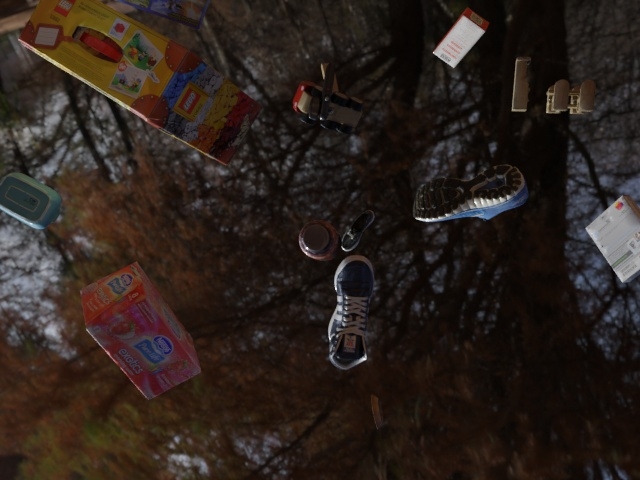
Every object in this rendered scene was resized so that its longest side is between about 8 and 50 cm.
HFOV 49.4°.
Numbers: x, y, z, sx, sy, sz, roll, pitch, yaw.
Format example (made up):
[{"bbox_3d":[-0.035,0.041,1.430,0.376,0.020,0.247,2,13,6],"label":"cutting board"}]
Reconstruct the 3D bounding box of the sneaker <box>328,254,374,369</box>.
[{"bbox_3d":[0.076,0.183,1.678,0.099,0.282,0.153,6,-147,-5],"label":"sneaker"}]

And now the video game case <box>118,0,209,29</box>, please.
[{"bbox_3d":[-0.362,-0.637,1.565,0.270,0.244,0.061,14,-146,-24],"label":"video game case"}]

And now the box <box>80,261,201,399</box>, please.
[{"bbox_3d":[-0.421,0.218,1.653,0.154,0.299,0.142,-27,-138,-5],"label":"box"}]

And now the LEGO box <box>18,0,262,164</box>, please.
[{"bbox_3d":[-0.460,-0.431,1.816,0.500,0.372,0.193,32,-87,25],"label":"LEGO box"}]

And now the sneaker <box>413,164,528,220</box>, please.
[{"bbox_3d":[0.407,-0.099,1.896,0.330,0.147,0.129,-9,-120,33],"label":"sneaker"}]

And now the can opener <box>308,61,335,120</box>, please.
[{"bbox_3d":[0.017,-0.459,2.148,0.073,0.185,0.059,14,-179,-19],"label":"can opener"}]

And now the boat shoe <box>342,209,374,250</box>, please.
[{"bbox_3d":[0.102,-0.030,2.009,0.142,0.049,0.040,-55,159,15],"label":"boat shoe"}]

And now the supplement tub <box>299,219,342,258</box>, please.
[{"bbox_3d":[0.000,0.000,1.874,0.106,0.105,0.198,-18,174,5],"label":"supplement tub"}]

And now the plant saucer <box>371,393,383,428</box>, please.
[{"bbox_3d":[0.136,0.405,1.654,0.015,0.083,0.083,-12,-155,8],"label":"plant saucer"}]

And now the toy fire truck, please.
[{"bbox_3d":[0.011,-0.493,2.332,0.217,0.158,0.246,9,-151,-31],"label":"toy fire truck"}]

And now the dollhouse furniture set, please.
[{"bbox_3d":[0.734,-0.487,2.189,0.242,0.160,0.212,4,-172,13],"label":"dollhouse furniture set"}]

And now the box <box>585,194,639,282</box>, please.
[{"bbox_3d":[0.814,-0.004,1.855,0.038,0.145,0.186,-1,-128,-35],"label":"box"}]

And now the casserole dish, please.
[{"bbox_3d":[-0.773,-0.107,1.823,0.114,0.189,0.037,-62,176,-3],"label":"casserole dish"}]

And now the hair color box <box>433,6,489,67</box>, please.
[{"bbox_3d":[0.357,-0.515,1.776,0.141,0.072,0.043,-47,-169,52],"label":"hair color box"}]
